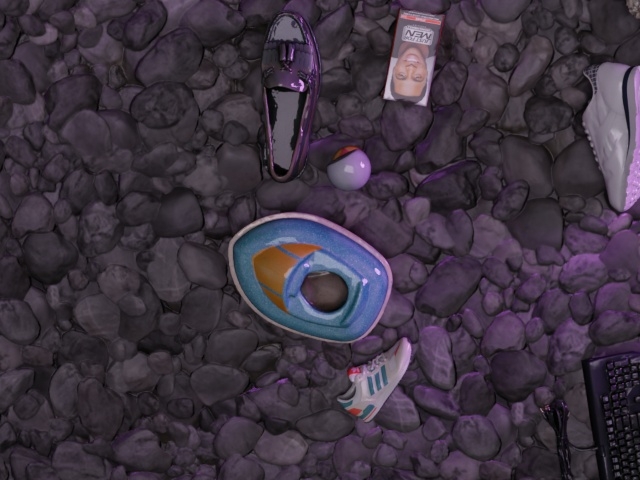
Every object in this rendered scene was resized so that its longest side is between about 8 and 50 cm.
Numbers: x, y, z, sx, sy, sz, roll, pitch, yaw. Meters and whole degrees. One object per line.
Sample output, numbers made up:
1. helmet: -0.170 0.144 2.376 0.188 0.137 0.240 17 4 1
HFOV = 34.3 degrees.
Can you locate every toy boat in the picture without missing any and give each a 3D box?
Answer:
1. toy boat: 0.000 0.000 1.611 0.267 0.148 0.318 20 102 -1

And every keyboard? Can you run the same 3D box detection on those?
1. keyboard: 0.480 0.345 1.719 0.201 0.033 0.317 -11 100 5

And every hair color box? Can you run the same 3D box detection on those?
1. hair color box: 0.143 -0.283 1.599 0.071 0.043 0.141 9 103 0

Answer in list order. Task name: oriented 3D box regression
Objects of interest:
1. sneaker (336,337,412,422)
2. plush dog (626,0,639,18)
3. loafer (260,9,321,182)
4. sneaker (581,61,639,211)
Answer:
1. sneaker: 0.087 0.219 1.698 0.075 0.057 0.161 29 104 -9
2. plush dog: 0.596 -0.319 1.524 0.262 0.210 0.226 9 119 29
3. loafer: -0.048 -0.220 1.600 0.096 0.084 0.268 2 102 3
4. sneaker: 0.454 -0.160 1.597 0.094 0.090 0.235 10 115 33
